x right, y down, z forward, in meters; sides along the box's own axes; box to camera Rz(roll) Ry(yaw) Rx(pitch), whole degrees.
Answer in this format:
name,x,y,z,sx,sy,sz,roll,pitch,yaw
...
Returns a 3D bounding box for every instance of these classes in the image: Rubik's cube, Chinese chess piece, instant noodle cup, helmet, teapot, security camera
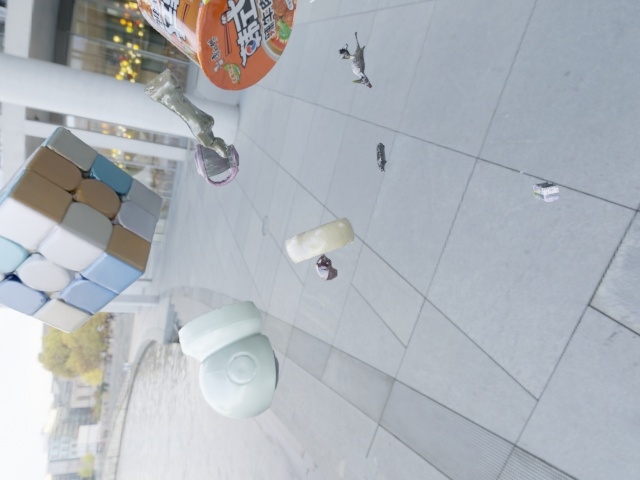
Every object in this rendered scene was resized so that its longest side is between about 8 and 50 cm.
name,x,y,z,sx,sy,sz,roll,pitch,yaw
Rubik's cube,-0.691,-0.022,1.128,0.346,0.347,0.344,-35,37,21
Chinese chess piece,0.000,0.000,1.490,0.250,0.250,0.103,-18,93,64
instant noodle cup,-0.191,-0.433,0.755,0.192,0.250,0.250,37,127,16
helmet,0.016,0.121,1.784,0.123,0.070,0.098,52,162,3
teapot,-0.350,-0.266,1.433,0.116,0.146,0.148,178,80,-80
security camera,-0.187,0.272,0.920,0.236,0.195,0.194,63,144,19

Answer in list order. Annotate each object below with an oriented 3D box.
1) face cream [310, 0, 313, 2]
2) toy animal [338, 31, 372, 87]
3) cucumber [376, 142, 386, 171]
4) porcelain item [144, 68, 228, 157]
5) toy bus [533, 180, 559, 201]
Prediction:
name,x,y,z,sx,sy,sz,roll,pitch,yaw
face cream,0.113,-0.824,1.078,0.420,0.137,0.234,-8,74,49
toy animal,0.134,-0.643,1.515,0.202,0.105,0.070,64,-179,-1
cucumber,0.237,-0.312,1.615,0.043,0.039,0.163,108,166,-53
porcelain item,-0.266,-0.253,0.886,0.069,0.215,0.081,-44,42,-3
toy bus,0.755,-0.163,1.399,0.102,0.052,0.058,-62,-41,-74
